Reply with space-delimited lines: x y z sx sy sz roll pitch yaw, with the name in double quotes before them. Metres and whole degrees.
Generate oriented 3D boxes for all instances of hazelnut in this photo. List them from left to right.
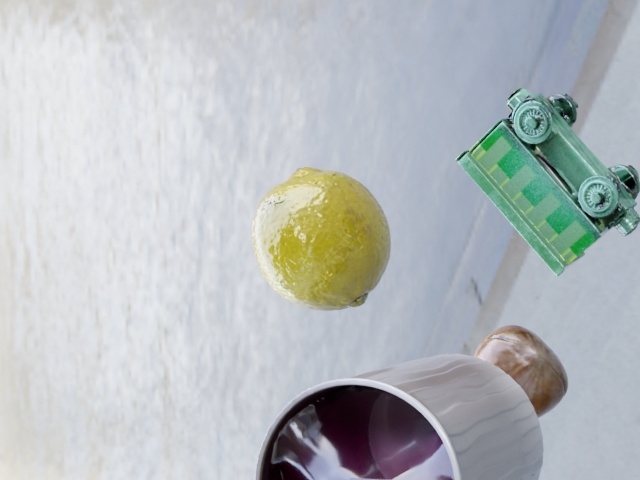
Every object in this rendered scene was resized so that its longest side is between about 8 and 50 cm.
"hazelnut" 0.311 0.200 1.557 0.150 0.150 0.150 178 90 -67

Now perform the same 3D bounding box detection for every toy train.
"toy train" 0.382 -0.101 1.655 0.301 0.120 0.202 51 123 14

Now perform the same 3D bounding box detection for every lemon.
"lemon" 0.000 -0.001 1.960 0.293 0.293 0.292 178 90 -67

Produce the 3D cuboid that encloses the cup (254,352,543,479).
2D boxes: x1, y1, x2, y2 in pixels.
"cup" 0.079 0.257 1.033 0.208 0.273 0.288 29 106 26
